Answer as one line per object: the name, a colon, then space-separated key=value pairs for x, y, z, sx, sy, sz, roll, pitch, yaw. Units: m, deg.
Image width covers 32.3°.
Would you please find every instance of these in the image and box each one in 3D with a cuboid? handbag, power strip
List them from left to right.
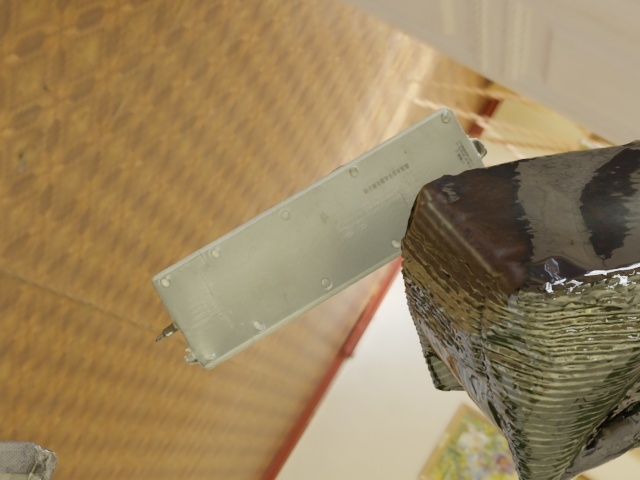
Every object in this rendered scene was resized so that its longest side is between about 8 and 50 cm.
power strip: x=0.000 y=0.000 z=1.065 sx=0.367 sy=0.106 sz=0.043 roll=-30 pitch=179 yaw=-8
handbag: x=0.241 y=0.058 z=0.898 sx=0.340 sy=0.247 sz=0.240 roll=-12 pitch=122 yaw=-14

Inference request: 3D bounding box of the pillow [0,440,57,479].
pillow: x=-0.296 y=0.179 z=0.663 sx=0.255 sy=0.059 sz=0.169 roll=14 pitch=108 yaw=-53
